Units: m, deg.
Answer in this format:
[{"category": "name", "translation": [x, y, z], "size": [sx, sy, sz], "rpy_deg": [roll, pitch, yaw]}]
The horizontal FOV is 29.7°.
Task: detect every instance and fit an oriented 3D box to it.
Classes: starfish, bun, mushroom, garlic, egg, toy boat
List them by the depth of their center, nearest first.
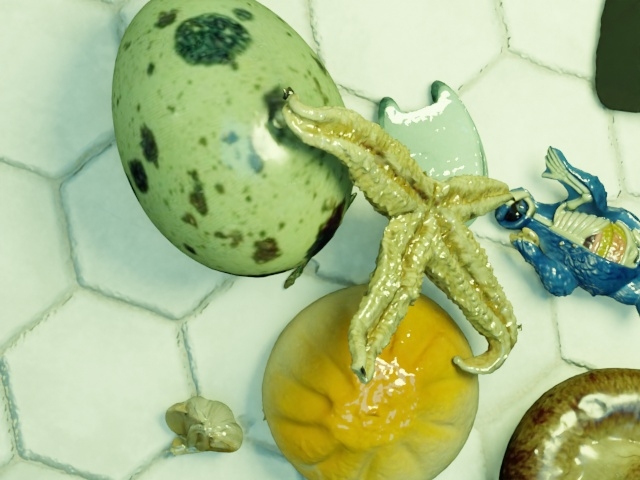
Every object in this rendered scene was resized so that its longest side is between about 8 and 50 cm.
[{"category": "starfish", "translation": [0.102, 0.017, 1.457], "size": [0.082, 0.432, 0.323], "rpy_deg": [-4, 79, 40]}, {"category": "egg", "translation": [-0.111, -0.138, 1.504], "size": [0.288, 0.287, 0.379], "rpy_deg": [-24, 96, 0]}, {"category": "mushroom", "translation": [0.401, 0.342, 1.530], "size": [0.334, 0.356, 0.331], "rpy_deg": [9, 96, -1]}, {"category": "bun", "translation": [0.067, 0.208, 1.604], "size": [0.299, 0.165, 0.298], "rpy_deg": [0, 93, -1]}, {"category": "toy boat", "translation": [0.153, -0.108, 1.636], "size": [0.134, 0.079, 0.207], "rpy_deg": [-20, 84, -8]}, {"category": "garlic", "translation": [-0.157, 0.251, 1.641], "size": [0.113, 0.094, 0.074], "rpy_deg": [18, 53, 2]}]

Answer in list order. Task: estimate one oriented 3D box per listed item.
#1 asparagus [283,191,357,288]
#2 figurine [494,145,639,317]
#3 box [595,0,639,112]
[{"category": "asparagus", "translation": [0.000, 0.000, 1.658], "size": [0.166, 0.013, 0.016], "rpy_deg": [-54, 136, 3]}, {"category": "figurine", "translation": [0.353, -0.002, 1.630], "size": [0.262, 0.121, 0.164], "rpy_deg": [38, 105, 8]}, {"category": "box", "translation": [0.470, -0.273, 1.600], "size": [0.201, 0.042, 0.212], "rpy_deg": [6, 92, 27]}]
